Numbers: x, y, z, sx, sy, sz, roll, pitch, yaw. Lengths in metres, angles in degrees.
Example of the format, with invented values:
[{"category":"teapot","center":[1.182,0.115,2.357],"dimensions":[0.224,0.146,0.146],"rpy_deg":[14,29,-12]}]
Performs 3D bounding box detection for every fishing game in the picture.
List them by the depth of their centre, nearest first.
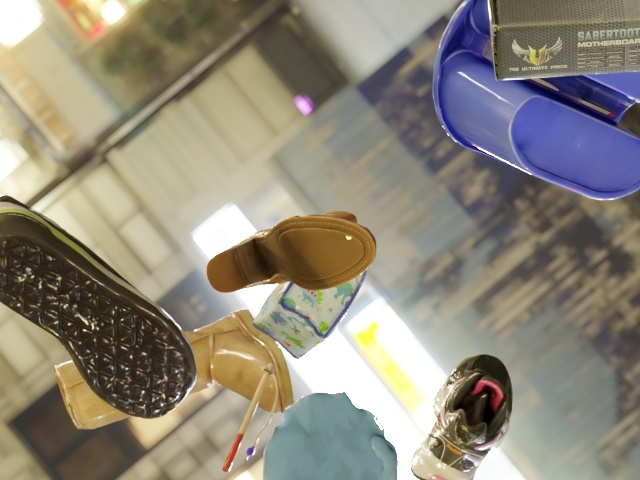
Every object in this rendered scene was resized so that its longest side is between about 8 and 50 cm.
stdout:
[{"category":"fishing game","center":[0.008,0.256,1.954],"dimensions":[0.264,0.189,0.041],"rpy_deg":[38,148,-24]}]

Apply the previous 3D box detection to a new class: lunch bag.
[{"category":"lunch bag","center":[-0.002,0.055,2.182],"dimensions":[0.096,0.151,0.129],"rpy_deg":[40,158,-4]}]

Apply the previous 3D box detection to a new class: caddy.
[{"category":"caddy","center":[0.287,-0.193,2.155],"dimensions":[0.341,0.241,0.179],"rpy_deg":[18,-167,-42]}]

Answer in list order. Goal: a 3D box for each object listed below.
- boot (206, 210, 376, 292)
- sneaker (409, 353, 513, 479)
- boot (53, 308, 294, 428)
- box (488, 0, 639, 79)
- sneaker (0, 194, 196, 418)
[{"category":"boot","center":[0.000,0.000,1.756],"dimensions":[0.152,0.197,0.073],"rpy_deg":[-23,-77,-55]},{"category":"sneaker","center":[0.136,0.141,1.496],"dimensions":[0.072,0.077,0.178],"rpy_deg":[29,-150,-1]},{"category":"boot","center":[-0.188,0.191,2.293],"dimensions":[0.236,0.269,0.089],"rpy_deg":[-138,34,-63]},{"category":"box","center":[0.243,-0.206,1.360],"dimensions":[0.059,0.232,0.183],"rpy_deg":[80,-171,-45]},{"category":"sneaker","center":[-0.183,0.041,1.381],"dimensions":[0.235,0.084,0.097],"rpy_deg":[48,-174,-30]}]
